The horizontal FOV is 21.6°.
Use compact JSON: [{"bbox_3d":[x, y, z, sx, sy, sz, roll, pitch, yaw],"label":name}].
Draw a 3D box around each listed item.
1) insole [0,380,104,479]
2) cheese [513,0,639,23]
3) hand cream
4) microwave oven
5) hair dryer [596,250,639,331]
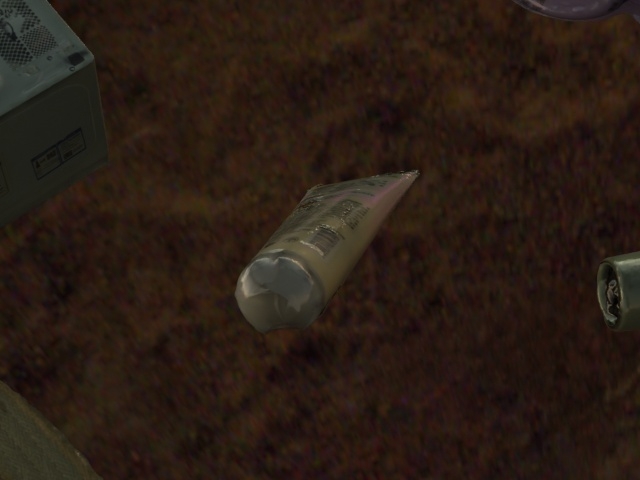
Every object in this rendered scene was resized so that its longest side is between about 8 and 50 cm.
[{"bbox_3d":[-0.163,0.037,0.624,0.009,0.119,0.348,-42,84,17],"label":"insole"},{"bbox_3d":[0.184,-0.175,1.096,0.191,0.105,0.042,23,50,0],"label":"cheese"},{"bbox_3d":[0.000,0.000,0.788,0.061,0.039,0.143,-11,20,25],"label":"hand cream"},{"bbox_3d":[-0.272,-0.081,1.197,0.208,0.162,0.122,-34,67,-18],"label":"microwave oven"},{"bbox_3d":[0.335,-0.024,1.217,0.296,0.298,0.119,-23,44,3],"label":"hair dryer"}]
